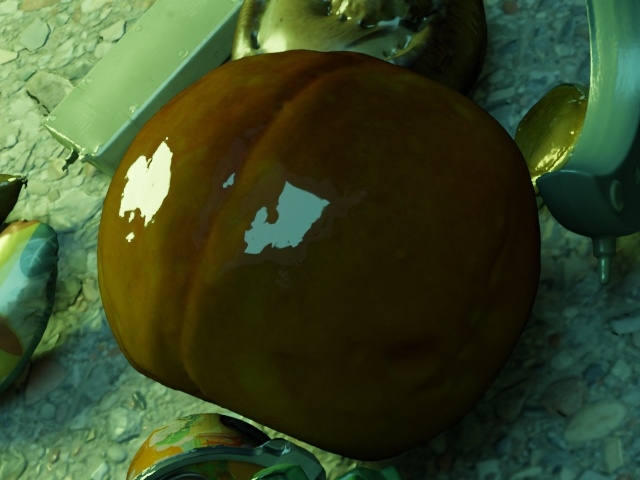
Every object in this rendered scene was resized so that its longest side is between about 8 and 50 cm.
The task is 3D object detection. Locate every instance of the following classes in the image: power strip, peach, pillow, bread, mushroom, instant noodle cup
[{"bbox_3d":[-0.143,-0.207,1.699,0.367,0.043,0.106,-48,49,-11],"label":"power strip"},{"bbox_3d":[0.237,-0.089,1.330,0.054,0.167,0.253,-4,61,33],"label":"power strip"},{"bbox_3d":[0.000,0.000,1.289,0.343,0.343,0.301,18,84,36],"label":"peach"},{"bbox_3d":[-0.358,0.052,1.572,0.233,0.086,0.214,27,87,32],"label":"pillow"},{"bbox_3d":[0.199,-0.086,1.414,0.110,0.024,0.110,-46,26,30],"label":"bread"},{"bbox_3d":[0.034,-0.184,1.514,0.253,0.153,0.253,-12,53,17],"label":"mushroom"},{"bbox_3d":[-0.085,0.213,1.287,0.208,0.177,0.125,-34,22,5],"label":"instant noodle cup"}]

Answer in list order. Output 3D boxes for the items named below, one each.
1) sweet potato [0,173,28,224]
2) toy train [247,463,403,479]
[{"bbox_3d":[-0.392,-0.011,1.675,0.269,0.075,0.075,-29,48,21],"label":"sweet potato"},{"bbox_3d":[0.033,0.273,1.109,0.145,0.202,0.266,-30,74,5],"label":"toy train"}]
